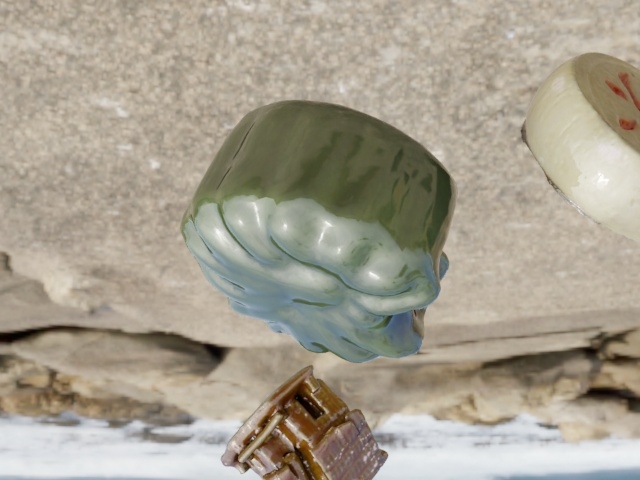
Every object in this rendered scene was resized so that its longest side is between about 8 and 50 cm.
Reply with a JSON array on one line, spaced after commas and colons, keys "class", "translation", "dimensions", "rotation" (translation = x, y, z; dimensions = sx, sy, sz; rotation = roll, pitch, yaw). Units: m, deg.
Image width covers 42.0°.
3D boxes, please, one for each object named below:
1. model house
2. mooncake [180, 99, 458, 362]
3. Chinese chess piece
[{"class": "model house", "translation": [-0.024, 0.377, 1.472], "dimensions": [0.229, 0.199, 0.220], "rotation": [40, 151, 13]}, {"class": "mooncake", "translation": [0.000, 0.000, 0.997], "dimensions": [0.351, 0.187, 0.351], "rotation": [22, 155, 11]}, {"class": "Chinese chess piece", "translation": [0.356, -0.107, 0.969], "dimensions": [0.249, 0.250, 0.103], "rotation": [11, 134, -29]}]
